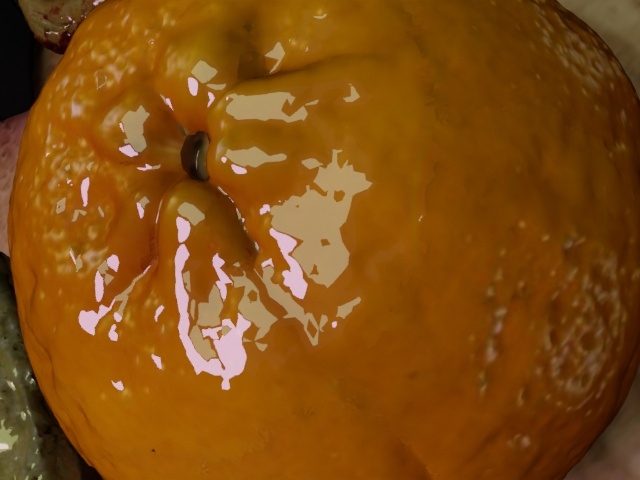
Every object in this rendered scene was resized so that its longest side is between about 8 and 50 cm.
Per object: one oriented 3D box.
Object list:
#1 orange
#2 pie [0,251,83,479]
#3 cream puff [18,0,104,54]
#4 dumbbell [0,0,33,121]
[{"bbox_3d":[0.000,0.000,0.480,0.340,0.293,0.341,-7,76,27],"label":"orange"},{"bbox_3d":[-0.200,0.165,0.595,0.323,0.070,0.323,37,132,57],"label":"pie"},{"bbox_3d":[-0.172,-0.213,0.734,0.149,0.084,0.149,-8,74,30],"label":"cream puff"},{"bbox_3d":[-0.410,-0.141,0.814,0.324,0.160,0.144,-9,105,26],"label":"dumbbell"}]
